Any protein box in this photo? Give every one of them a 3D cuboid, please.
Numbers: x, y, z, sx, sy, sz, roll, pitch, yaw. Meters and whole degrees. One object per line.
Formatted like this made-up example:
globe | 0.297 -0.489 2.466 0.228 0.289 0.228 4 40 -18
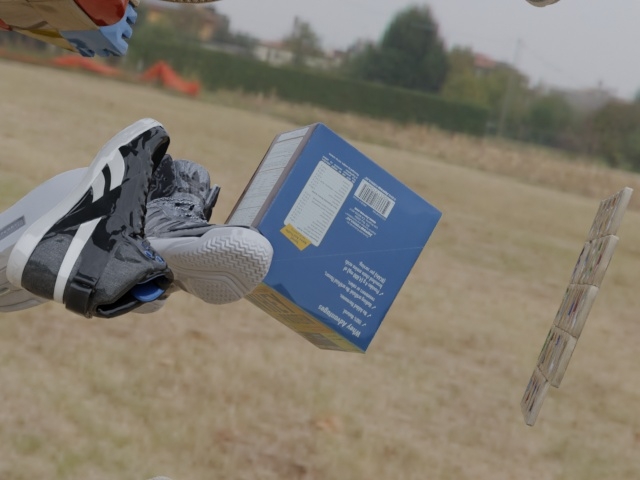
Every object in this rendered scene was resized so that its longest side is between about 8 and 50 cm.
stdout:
protein box | 0.000 0.000 1.613 0.199 0.201 0.136 35 -15 -19

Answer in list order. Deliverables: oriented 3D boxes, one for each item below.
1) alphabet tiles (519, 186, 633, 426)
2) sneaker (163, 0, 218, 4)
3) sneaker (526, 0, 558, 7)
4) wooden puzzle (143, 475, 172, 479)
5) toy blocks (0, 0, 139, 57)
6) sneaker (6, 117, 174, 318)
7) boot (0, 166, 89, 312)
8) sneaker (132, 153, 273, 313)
alphabet tiles | 0.204 0.054 1.070 0.009 0.198 0.237 22 1 7
sneaker | -0.089 -0.344 1.636 0.282 0.099 0.153 -11 2 3
sneaker | 0.363 -0.434 1.790 0.105 0.281 0.115 29 1 31
wooden puzzle | -0.182 0.399 1.658 0.044 0.221 0.238 -27 -2 -30
toy blocks | -0.255 -0.261 1.174 0.381 0.191 0.261 2 -22 25
sneaker | -0.167 -0.010 1.178 0.121 0.079 0.217 29 53 10
boot | -0.345 0.004 1.712 0.258 0.095 0.123 -26 -38 12
sneaker | -0.133 -0.018 1.332 0.101 0.153 0.268 33 -29 -31
